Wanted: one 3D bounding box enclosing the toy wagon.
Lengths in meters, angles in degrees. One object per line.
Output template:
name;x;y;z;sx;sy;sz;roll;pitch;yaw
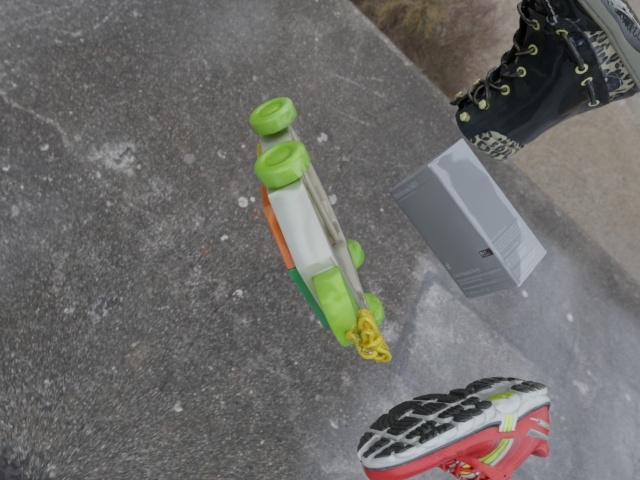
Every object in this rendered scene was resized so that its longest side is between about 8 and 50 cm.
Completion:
toy wagon;0.000;0.000;0.548;0.344;0.068;0.267;-104;168;-52

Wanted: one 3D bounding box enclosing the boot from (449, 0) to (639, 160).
boot;0.189;-0.174;0.449;0.236;0.178;0.085;25;54;-29

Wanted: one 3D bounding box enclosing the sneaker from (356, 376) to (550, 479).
sneaker;0.170;0.234;0.524;0.278;0.107;0.119;-3;83;-29

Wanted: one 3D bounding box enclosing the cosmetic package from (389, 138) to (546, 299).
cosmetic package;0.240;-0.032;0.778;0.107;0.127;0.238;-41;91;-27
